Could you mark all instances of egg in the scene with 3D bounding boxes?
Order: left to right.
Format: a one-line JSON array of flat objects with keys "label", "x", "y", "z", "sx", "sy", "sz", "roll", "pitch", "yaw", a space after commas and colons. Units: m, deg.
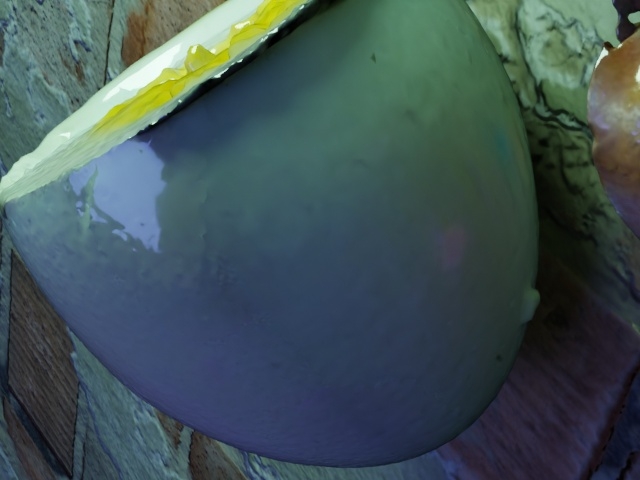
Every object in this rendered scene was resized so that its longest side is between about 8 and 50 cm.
[{"label": "egg", "x": 0.000, "y": 0.000, "z": 0.920, "sx": 0.340, "sy": 0.354, "sz": 0.354, "roll": 55, "pitch": 151, "yaw": -16}]

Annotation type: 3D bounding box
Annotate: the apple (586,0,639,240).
[{"label": "apple", "x": 0.256, "y": -0.111, "z": 0.537, "sx": 0.163, "sy": 0.251, "sz": 0.292, "roll": 23, "pitch": 125, "yaw": 59}]
